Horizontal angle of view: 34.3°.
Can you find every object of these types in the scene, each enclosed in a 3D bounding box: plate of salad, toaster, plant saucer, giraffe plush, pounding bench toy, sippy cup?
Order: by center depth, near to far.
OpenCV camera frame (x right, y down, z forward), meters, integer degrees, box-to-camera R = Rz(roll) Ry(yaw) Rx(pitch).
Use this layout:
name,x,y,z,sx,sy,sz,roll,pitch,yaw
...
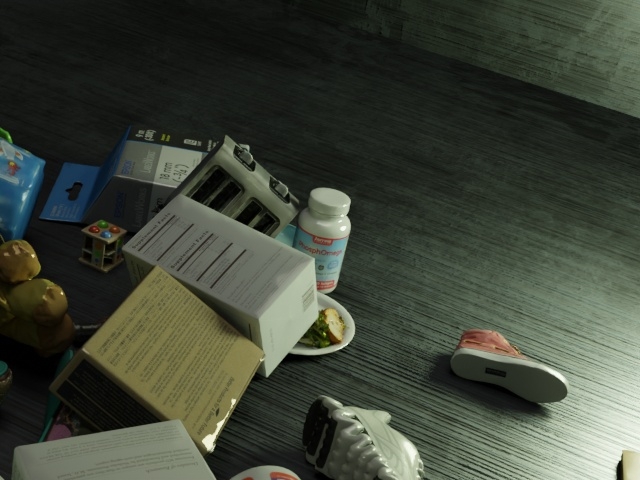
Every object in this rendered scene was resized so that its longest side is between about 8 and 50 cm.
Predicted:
name,x,y,z,sx,sy,sz,roll,pitch,yaw
giraffe plush,-0.442,0.091,1.336,0.170,0.181,0.210,-33,60,-28
sippy cup,-0.544,-0.080,1.551,0.224,0.240,0.305,19,64,-11
plate of salad,-0.043,0.109,1.576,0.200,0.048,0.200,10,28,-5
pounding bench toy,-0.334,0.001,1.635,0.052,0.065,0.083,22,28,18
toaster,-0.150,-0.050,1.654,0.168,0.185,0.110,43,4,-11
plant saucer,-0.079,0.001,1.795,0.119,0.021,0.119,10,27,-5

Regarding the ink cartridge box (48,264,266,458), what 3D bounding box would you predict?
name,x,y,z,sx,sy,sz,roll,pitch,yaw
ink cartridge box,-0.195,0.161,1.289,0.193,0.088,0.234,41,27,-5

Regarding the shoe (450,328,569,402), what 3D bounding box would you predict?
name,x,y,z,sx,sy,sz,roll,pitch,yaw
shoe,0.289,0.184,1.560,0.178,0.063,0.081,15,32,13

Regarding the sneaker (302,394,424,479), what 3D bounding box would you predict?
name,x,y,z,sx,sy,sz,roll,pitch,yaw
sneaker,0.081,0.289,1.234,0.118,0.110,0.292,9,26,-27

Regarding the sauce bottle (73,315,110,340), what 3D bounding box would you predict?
name,x,y,z,sx,sy,sz,roll,pitch,yaw
sauce bottle,-0.282,0.126,1.448,0.128,0.042,0.042,-2,31,-23

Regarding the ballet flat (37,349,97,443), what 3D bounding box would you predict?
name,x,y,z,sx,sy,sz,roll,pitch,yaw
ballet flat,-0.297,0.222,1.235,0.079,0.077,0.221,26,29,-15

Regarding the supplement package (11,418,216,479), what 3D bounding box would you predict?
name,x,y,z,sx,sy,sz,roll,pitch,yaw
supplement package,-0.165,0.332,0.951,0.175,0.177,0.293,-4,31,-31

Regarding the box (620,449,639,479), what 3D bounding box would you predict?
name,x,y,z,sx,sy,sz,roll,pitch,yaw
box,0.473,0.360,1.351,0.164,0.021,0.201,17,28,8

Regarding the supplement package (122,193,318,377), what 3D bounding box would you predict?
name,x,y,z,sx,sy,sz,roll,pitch,yaw
supplement package,-0.141,0.061,1.484,0.244,0.139,0.134,26,54,23

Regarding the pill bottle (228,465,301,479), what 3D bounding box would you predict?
name,x,y,z,sx,sy,sz,roll,pitch,yaw
pill bottle,-0.042,0.336,1.074,0.108,0.108,0.193,2,29,-20

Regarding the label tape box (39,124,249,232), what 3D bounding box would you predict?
name,x,y,z,sx,sy,sz,roll,pitch,yaw
label tape box,-0.298,-0.106,1.814,0.334,0.106,0.240,9,27,-7

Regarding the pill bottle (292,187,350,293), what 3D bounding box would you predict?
name,x,y,z,sx,sy,sz,roll,pitch,yaw
pill bottle,0.000,0.000,1.679,0.087,0.160,0.087,10,27,-5

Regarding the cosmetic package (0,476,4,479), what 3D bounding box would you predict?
name,x,y,z,sx,sy,sz,roll,pitch,yaw
cosmetic package,-0.441,0.316,0.844,0.155,0.197,0.365,31,31,32

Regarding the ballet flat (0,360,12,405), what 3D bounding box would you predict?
name,x,y,z,sx,sy,sz,roll,pitch,yaw
ballet flat,-0.476,0.166,1.254,0.206,0.067,0.073,13,21,7
